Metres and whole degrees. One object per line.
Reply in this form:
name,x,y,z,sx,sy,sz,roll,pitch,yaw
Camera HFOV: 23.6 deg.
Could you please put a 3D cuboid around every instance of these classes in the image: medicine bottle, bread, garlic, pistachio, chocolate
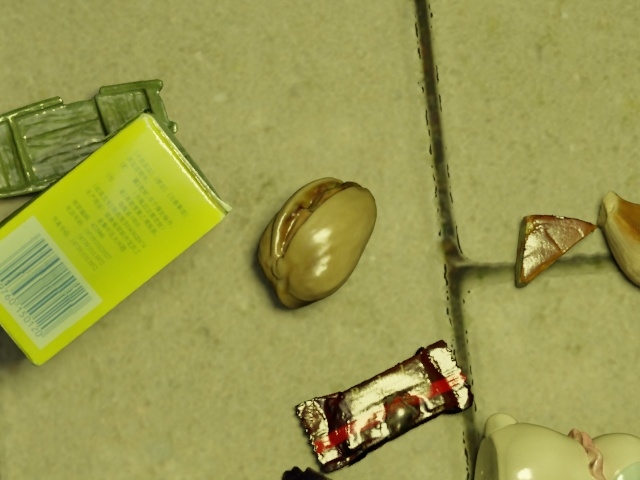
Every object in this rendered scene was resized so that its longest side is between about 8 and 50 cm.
medicine bottle,-0.223,-0.008,1.521,0.250,0.137,0.141,-37,94,1
bread,0.239,-0.003,1.645,0.109,0.043,0.062,-35,86,-10
garlic,0.407,-0.011,1.645,0.198,0.090,0.128,-14,68,-4
pistachio,0.000,0.000,1.593,0.113,0.113,0.149,44,71,4
chocolate,0.069,0.172,1.602,0.183,0.028,0.086,-22,79,-8

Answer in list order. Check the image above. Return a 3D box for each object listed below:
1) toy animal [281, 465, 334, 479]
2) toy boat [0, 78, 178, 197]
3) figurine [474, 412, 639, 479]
toy animal,-0.021,0.377,1.435,0.302,0.225,0.284,15,90,29
toy boat,-0.297,-0.096,1.604,0.293,0.055,0.093,-17,82,-9
figurine,0.282,0.260,1.559,0.236,0.127,0.155,4,60,-8
